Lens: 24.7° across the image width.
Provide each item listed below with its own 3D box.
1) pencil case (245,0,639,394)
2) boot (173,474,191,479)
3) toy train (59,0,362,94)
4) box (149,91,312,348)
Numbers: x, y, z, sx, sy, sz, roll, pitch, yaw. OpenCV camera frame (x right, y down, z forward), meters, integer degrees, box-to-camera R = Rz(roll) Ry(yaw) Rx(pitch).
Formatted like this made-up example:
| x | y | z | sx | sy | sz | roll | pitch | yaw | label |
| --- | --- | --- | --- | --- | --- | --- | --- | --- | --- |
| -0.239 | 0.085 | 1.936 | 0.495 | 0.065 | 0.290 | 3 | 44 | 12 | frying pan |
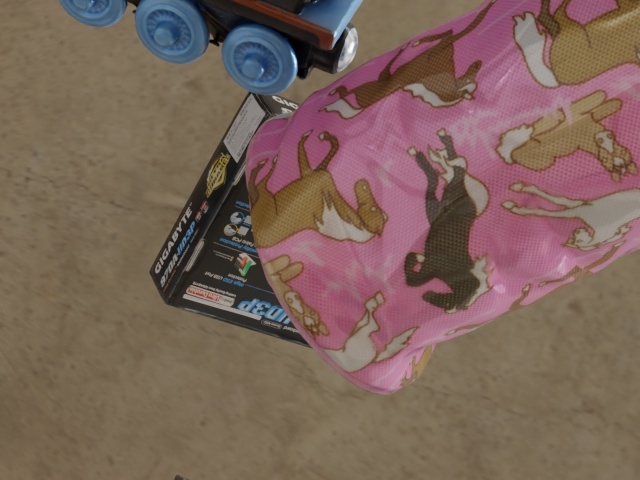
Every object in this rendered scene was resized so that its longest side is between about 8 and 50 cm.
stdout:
| x | y | z | sx | sy | sz | roll | pitch | yaw | label |
| --- | --- | --- | --- | --- | --- | --- | --- | --- | --- |
| 0.146 | -0.066 | 0.665 | 0.386 | 0.160 | 0.167 | -28 | 126 | 21 | pencil case |
| -0.019 | 0.319 | 1.223 | 0.222 | 0.338 | 0.118 | 5 | 108 | -18 | boot |
| -0.061 | -0.149 | 0.758 | 0.184 | 0.105 | 0.080 | 23 | 43 | 6 | toy train |
| 0.003 | -0.003 | 1.146 | 0.220 | 0.051 | 0.175 | 19 | 113 | -31 | box |
